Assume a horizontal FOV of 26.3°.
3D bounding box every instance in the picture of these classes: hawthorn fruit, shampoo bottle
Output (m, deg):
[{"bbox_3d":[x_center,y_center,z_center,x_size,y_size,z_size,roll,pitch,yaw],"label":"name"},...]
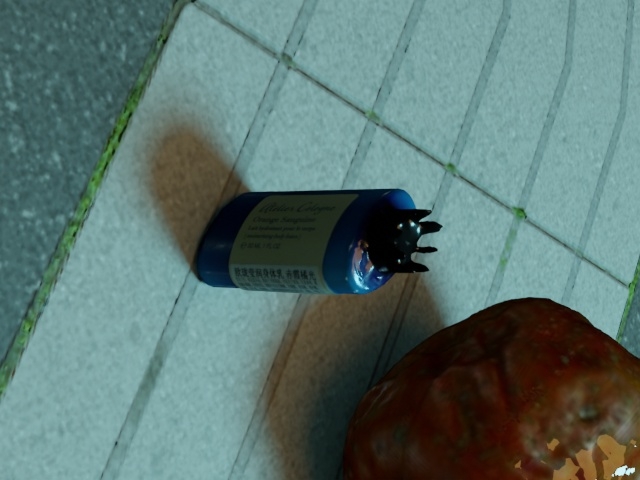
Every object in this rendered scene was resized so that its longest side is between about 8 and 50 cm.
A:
[{"bbox_3d":[0.146,0.172,1.068,0.261,0.258,0.258,5,85,-29],"label":"hawthorn fruit"},{"bbox_3d":[0.000,0.000,0.943,0.087,0.183,0.050,-54,127,-33],"label":"shampoo bottle"}]
